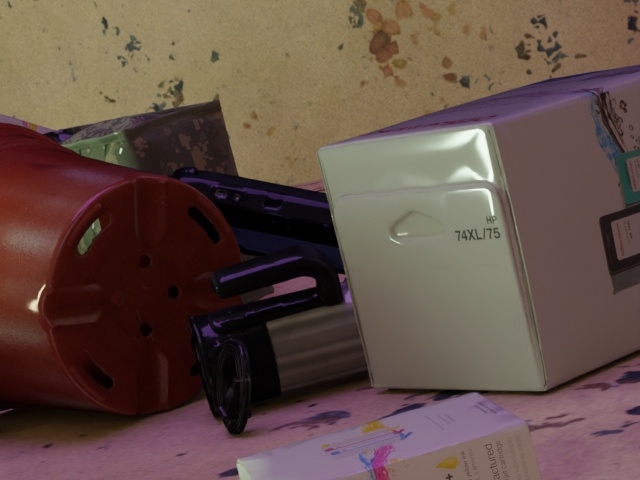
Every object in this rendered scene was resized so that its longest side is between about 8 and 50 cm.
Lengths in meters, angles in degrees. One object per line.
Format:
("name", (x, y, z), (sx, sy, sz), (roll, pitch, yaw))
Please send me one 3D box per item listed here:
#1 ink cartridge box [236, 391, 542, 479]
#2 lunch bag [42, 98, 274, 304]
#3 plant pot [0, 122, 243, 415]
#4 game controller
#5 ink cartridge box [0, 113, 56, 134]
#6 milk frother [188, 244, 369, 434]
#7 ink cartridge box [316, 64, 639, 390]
("ink cartridge box", (0.028, 0.139, 0.887), (0.143, 0.092, 0.090), (-16, 7, -10))
("lunch bag", (-0.220, -0.022, 2.166), (0.169, 0.235, 0.287), (-22, 10, -38))
("plant pot", (-0.222, 0.037, 1.668), (0.272, 0.272, 0.265), (-18, 16, -37))
("game controller", (0.000, 0.000, 1.770), (0.319, 0.067, 0.166), (12, -20, 18))
("ink cartridge box", (-0.367, -0.032, 2.380), (0.119, 0.207, 0.353), (-25, -24, 31))
("milk frother", (-0.025, 0.092, 1.487), (0.135, 0.129, 0.143), (-15, 49, -8))
("ink cartridge box", (0.174, -0.016, 1.457), (0.270, 0.197, 0.198), (-18, 8, -37))
